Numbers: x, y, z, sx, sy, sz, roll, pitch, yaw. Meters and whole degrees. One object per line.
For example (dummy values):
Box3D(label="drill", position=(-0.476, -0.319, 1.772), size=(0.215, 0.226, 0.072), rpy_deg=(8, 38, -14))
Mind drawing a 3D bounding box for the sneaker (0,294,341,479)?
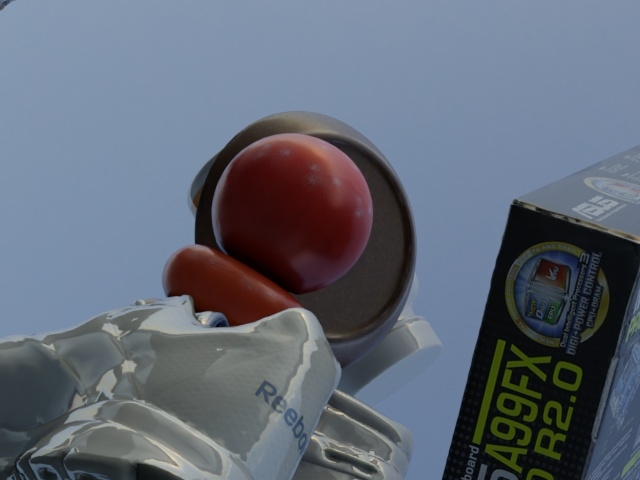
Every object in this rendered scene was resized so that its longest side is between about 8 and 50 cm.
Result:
Box3D(label="sneaker", position=(-0.103, 0.085, 0.718), size=(0.297, 0.111, 0.129), rpy_deg=(2, -141, 47))

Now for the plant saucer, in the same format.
Box3D(label="plant saucer", position=(0.000, 0.000, 1.019), size=(0.029, 0.168, 0.168), rpy_deg=(-7, -120, 55))

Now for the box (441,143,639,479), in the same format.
Box3D(label="box", position=(0.131, 0.072, 0.771), size=(0.060, 0.270, 0.216), rpy_deg=(18, -74, 20))

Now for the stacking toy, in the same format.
Box3D(label="stacking toy", position=(-0.082, 0.085, 0.876), size=(0.141, 0.141, 0.330), rpy_deg=(20, -104, 44))

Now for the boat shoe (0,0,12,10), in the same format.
Box3D(label="boat shoe", position=(-0.279, -0.198, 1.166), size=(0.123, 0.123, 0.342), rpy_deg=(-40, -177, 31))

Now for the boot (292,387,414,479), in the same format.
Box3D(label="boot", position=(-0.066, 0.144, 1.114), size=(0.258, 0.095, 0.123), rpy_deg=(18, -135, 7))

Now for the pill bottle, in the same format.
Box3D(label="pill bottle", position=(-0.002, 0.021, 1.257), size=(0.121, 0.121, 0.216), rpy_deg=(-39, -108, 15))
